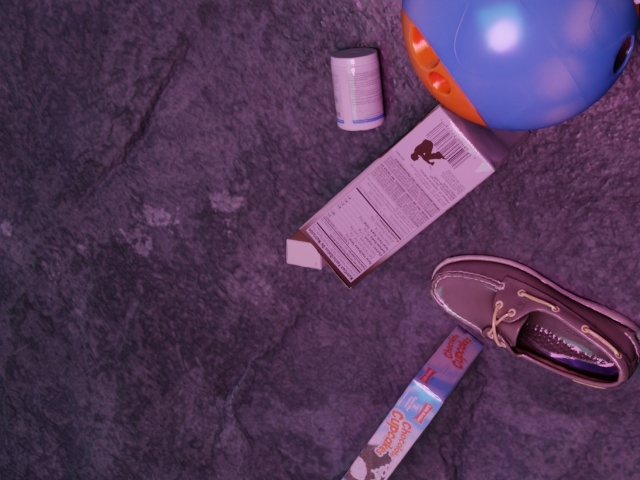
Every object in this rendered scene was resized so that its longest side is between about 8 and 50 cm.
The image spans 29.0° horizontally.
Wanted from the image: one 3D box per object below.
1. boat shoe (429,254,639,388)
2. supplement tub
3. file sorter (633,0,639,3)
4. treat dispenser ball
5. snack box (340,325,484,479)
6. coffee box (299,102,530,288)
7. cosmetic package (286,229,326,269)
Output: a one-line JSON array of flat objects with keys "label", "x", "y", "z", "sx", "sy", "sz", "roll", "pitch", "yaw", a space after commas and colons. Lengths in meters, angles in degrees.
[{"label": "boat shoe", "x": 0.299, "y": 0.116, "z": 1.772, "sx": 0.324, "sy": 0.097, "sz": 0.116, "roll": 24, "pitch": 120, "yaw": 16}, {"label": "supplement tub", "x": 0.053, "y": -0.216, "z": 1.768, "sx": 0.071, "sy": 0.071, "sz": 0.107, "roll": 5, "pitch": 113, "yaw": 25}, {"label": "file sorter", "x": 0.519, "y": -0.223, "z": 1.447, "sx": 0.173, "sy": 0.193, "sz": 0.277, "roll": -30, "pitch": 96, "yaw": 29}, {"label": "treat dispenser ball", "x": 0.242, "y": -0.277, "z": 1.513, "sx": 0.288, "sy": 0.288, "sz": 0.288, "roll": 11, "pitch": 116, "yaw": 23}, {"label": "snack box", "x": 0.121, "y": 0.291, "z": 1.886, "sx": 0.060, "sy": 0.187, "sz": 0.322, "roll": 37, "pitch": 123, "yaw": 8}, {"label": "coffee box", "x": 0.130, "y": -0.080, "z": 1.731, "sx": 0.119, "sy": 0.168, "sz": 0.297, "roll": 49, "pitch": 125, "yaw": 0}, {"label": "cosmetic package", "x": 0.000, "y": 0.000, "z": 1.862, "sx": 0.060, "sy": 0.115, "sz": 0.041, "roll": 10, "pitch": 115, "yaw": 23}]
